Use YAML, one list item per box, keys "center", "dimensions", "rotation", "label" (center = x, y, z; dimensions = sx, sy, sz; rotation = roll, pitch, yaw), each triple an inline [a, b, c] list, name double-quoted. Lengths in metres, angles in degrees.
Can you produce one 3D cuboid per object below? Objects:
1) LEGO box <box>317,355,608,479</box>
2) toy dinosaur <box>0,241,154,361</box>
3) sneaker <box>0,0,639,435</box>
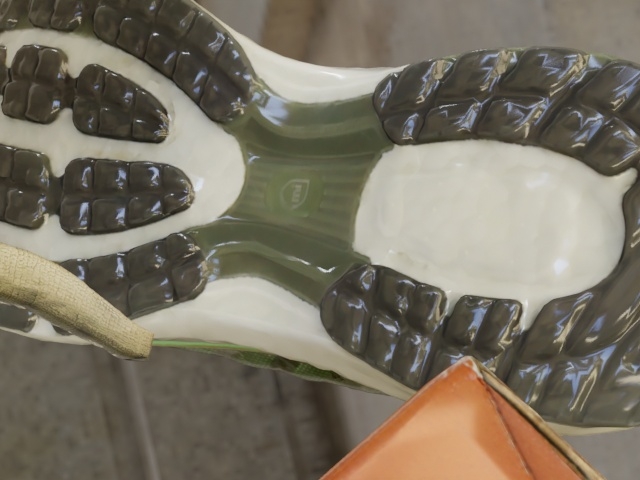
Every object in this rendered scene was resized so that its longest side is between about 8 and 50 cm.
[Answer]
- center: [-0.057, 0.306, 0.574]
  dimensions: [0.193, 0.372, 0.500]
  rotation: [45, 156, 16]
  label: "LEGO box"
- center: [-0.159, 0.011, 0.462]
  dimensions: [0.064, 0.268, 0.118]
  rotation: [67, 151, 28]
  label: "toy dinosaur"
- center: [0.000, 0.000, 0.756]
  dimensions: [0.182, 0.410, 0.158]
  rotation: [30, -102, -57]
  label: "sneaker"
